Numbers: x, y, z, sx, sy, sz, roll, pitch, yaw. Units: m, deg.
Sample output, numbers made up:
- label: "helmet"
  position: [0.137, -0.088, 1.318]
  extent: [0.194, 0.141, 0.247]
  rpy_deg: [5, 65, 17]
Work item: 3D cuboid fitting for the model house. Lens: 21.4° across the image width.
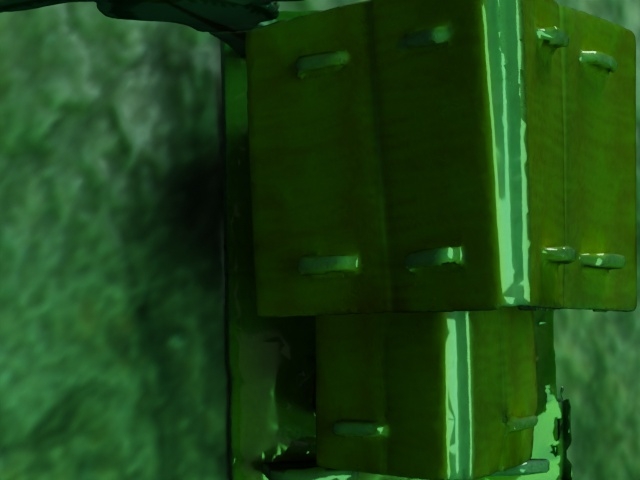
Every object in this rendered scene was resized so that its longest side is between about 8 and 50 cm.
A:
- label: "model house"
  position: [0.000, 0.000, 0.869]
  extent: [0.340, 0.323, 0.300]
  rpy_deg: [-1, 86, -8]
